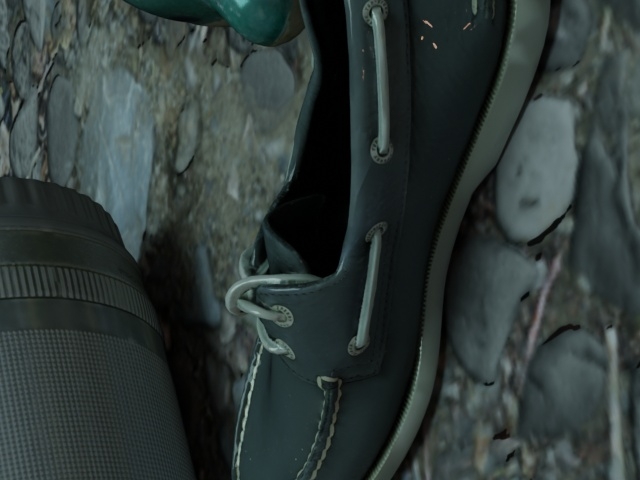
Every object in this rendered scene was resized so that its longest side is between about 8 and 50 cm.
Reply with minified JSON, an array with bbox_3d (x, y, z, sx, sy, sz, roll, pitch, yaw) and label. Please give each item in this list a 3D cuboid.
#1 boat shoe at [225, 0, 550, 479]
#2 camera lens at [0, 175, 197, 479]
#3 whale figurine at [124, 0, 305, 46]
[{"bbox_3d":[0.000,0.000,0.705,0.116,0.099,0.319,50,130,48],"label":"boat shoe"},{"bbox_3d":[-0.181,0.131,0.884,0.219,0.219,0.274,-50,48,46],"label":"camera lens"},{"bbox_3d":[-0.043,-0.201,0.747,0.272,0.141,0.216,-4,85,58],"label":"whale figurine"}]
